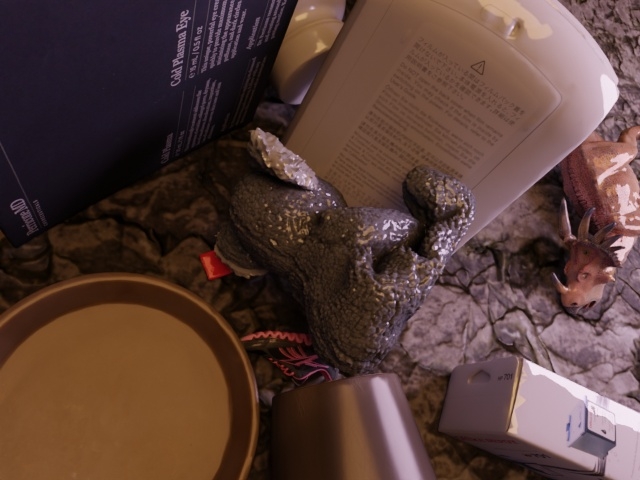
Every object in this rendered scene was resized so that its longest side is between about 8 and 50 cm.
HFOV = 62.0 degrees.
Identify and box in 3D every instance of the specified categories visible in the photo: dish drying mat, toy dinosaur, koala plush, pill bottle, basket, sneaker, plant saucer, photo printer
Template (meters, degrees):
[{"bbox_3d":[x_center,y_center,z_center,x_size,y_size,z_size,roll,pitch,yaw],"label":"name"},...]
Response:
[{"bbox_3d":[-0.093,0.018,0.606,0.083,0.008,0.032,-20,79,-23],"label":"dish drying mat"},{"bbox_3d":[0.383,-0.066,0.733,0.200,0.127,0.296,-6,67,-13],"label":"toy dinosaur"},{"bbox_3d":[0.000,0.000,0.525,0.221,0.196,0.203,35,42,7],"label":"koala plush"},{"bbox_3d":[-0.063,-0.311,0.656,0.152,0.152,0.272,-24,80,-24],"label":"pill bottle"},{"bbox_3d":[0.033,0.248,0.489,0.204,0.154,0.227,-5,69,-17],"label":"basket"},{"bbox_3d":[-0.031,0.126,0.570,0.119,0.047,0.057,9,80,-14],"label":"sneaker"},{"bbox_3d":[-0.196,0.167,0.500,0.277,0.041,0.278,6,69,-17],"label":"plant saucer"},{"bbox_3d":[0.116,-0.130,0.560,0.256,0.307,0.107,34,47,-3],"label":"photo printer"}]

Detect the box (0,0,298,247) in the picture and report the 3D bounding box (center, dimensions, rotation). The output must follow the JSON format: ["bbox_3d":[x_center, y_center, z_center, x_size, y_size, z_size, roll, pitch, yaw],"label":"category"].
[{"bbox_3d":[-0.197,-0.190,0.461,0.312,0.343,0.179,-36,86,-26],"label":"box"}]

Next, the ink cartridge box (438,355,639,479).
[{"bbox_3d":[0.248,0.204,0.576,0.190,0.139,0.082,24,67,-8],"label":"ink cartridge box"}]
